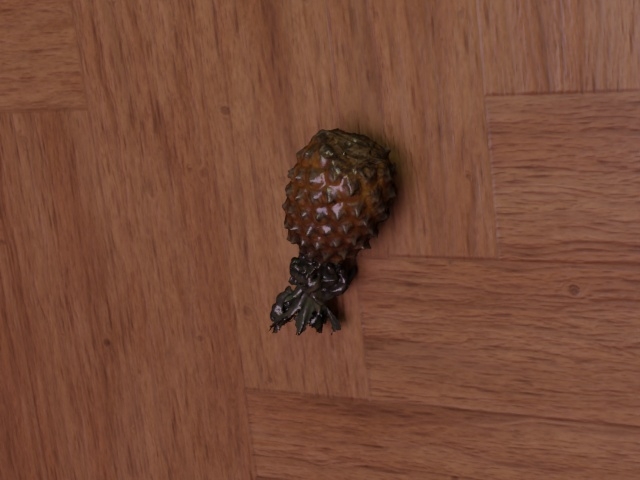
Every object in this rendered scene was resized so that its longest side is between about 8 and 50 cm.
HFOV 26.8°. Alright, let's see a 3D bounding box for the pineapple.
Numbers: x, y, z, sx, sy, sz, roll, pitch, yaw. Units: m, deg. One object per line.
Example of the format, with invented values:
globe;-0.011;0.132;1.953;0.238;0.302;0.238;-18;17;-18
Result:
pineapple;0.000;0.000;2.079;0.175;0.175;0.361;35;126;17
